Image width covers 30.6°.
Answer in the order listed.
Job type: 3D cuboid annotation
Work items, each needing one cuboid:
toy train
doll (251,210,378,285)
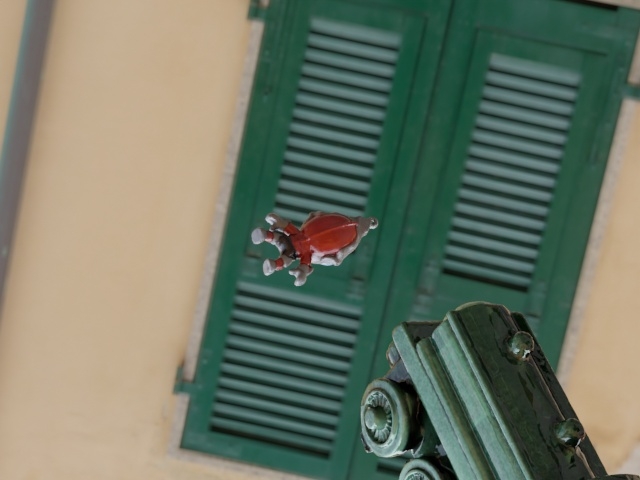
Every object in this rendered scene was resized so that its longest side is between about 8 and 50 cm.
[{"bbox_3d":[0.085,0.103,0.547,0.071,0.111,0.170,3,-131,-37],"label":"toy train"},{"bbox_3d":[0.000,0.001,0.945,0.114,0.039,0.057,-14,-139,-32],"label":"doll"}]
